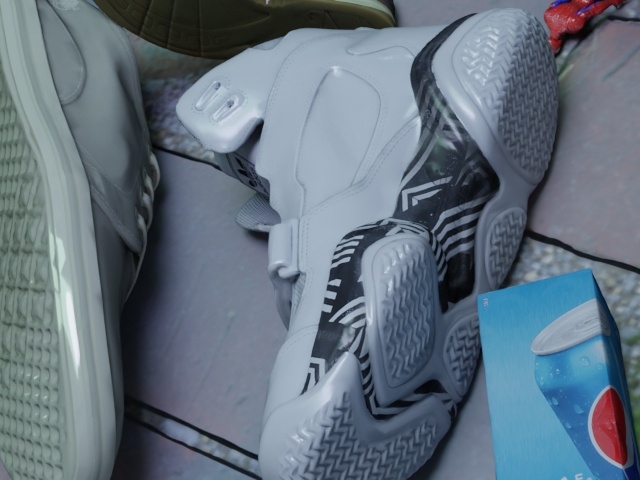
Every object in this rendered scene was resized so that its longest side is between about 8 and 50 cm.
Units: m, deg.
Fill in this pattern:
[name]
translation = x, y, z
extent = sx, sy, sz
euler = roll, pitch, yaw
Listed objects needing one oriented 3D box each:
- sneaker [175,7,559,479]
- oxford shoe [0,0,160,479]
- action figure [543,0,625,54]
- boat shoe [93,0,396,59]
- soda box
[sneaker]
translation = 0.000, 0.000, 1.053
extent = 0.210, 0.137, 0.365
euler = 6, 53, 30
[oxford shoe]
translation = -0.167, -0.019, 1.149
extent = 0.169, 0.130, 0.449
euler = -54, 37, 36
[action figure]
translation = 0.187, -0.172, 1.160
extent = 0.115, 0.030, 0.038
euler = -50, 45, -9
[boat shoe]
translation = -0.054, -0.175, 1.215
extent = 0.224, 0.080, 0.073
euler = 13, 36, -2
[soda box]
translation = 0.137, 0.122, 0.933
extent = 0.071, 0.067, 0.210
euler = -15, 51, 16
